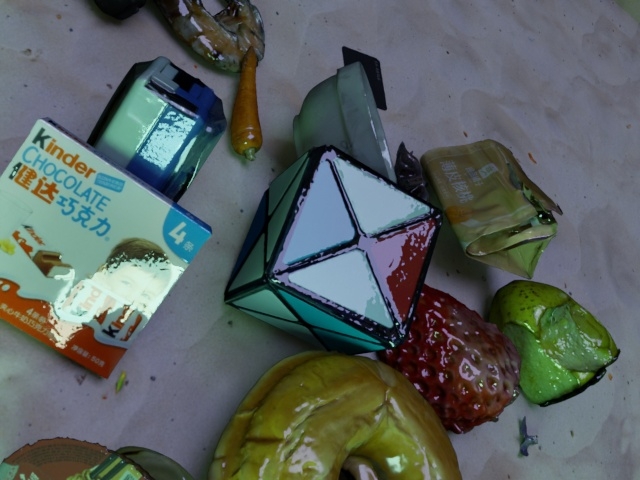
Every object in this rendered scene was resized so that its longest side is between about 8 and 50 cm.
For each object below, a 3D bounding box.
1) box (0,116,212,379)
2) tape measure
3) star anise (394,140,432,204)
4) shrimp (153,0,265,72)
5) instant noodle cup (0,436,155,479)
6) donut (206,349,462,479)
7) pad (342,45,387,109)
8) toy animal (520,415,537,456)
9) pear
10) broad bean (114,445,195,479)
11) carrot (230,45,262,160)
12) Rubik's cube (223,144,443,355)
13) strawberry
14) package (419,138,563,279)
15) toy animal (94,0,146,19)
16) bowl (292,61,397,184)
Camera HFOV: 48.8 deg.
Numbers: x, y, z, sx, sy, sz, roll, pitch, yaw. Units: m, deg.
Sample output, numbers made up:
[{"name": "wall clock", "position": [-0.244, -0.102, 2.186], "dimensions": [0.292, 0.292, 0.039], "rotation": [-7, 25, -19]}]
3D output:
[{"name": "box", "position": [-0.334, 0.016, 0.969], "dimensions": [0.273, 0.265, 0.048], "rotation": [34, 5, -14]}, {"name": "tape measure", "position": [-0.268, -0.153, 1.078], "dimensions": [0.138, 0.259, 0.262], "rotation": [31, 24, -24]}, {"name": "star anise", "position": [0.191, -0.126, 1.502], "dimensions": [0.180, 0.061, 0.204], "rotation": [50, 29, -61]}, {"name": "shrimp", "position": [-0.244, -0.497, 1.426], "dimensions": [0.365, 0.071, 0.233], "rotation": [53, 44, -4]}, {"name": "instant noodle cup", "position": [-0.264, 0.345, 0.843], "dimensions": [0.274, 0.274, 0.091], "rotation": [54, 19, 2]}, {"name": "donut", "position": [0.035, 0.377, 1.044], "dimensions": [0.449, 0.198, 0.448], "rotation": [18, 58, -30]}, {"name": "pad", "position": [0.103, -0.380, 1.650], "dimensions": [0.112, 0.003, 0.157], "rotation": [11, 59, -31]}, {"name": "toy animal", "position": [0.422, 0.400, 1.419], "dimensions": [0.050, 0.028, 0.084], "rotation": [24, 54, -12]}, {"name": "pear", "position": [0.493, 0.184, 1.507], "dimensions": [0.238, 0.164, 0.255], "rotation": [-27, 80, -41]}, {"name": "broad bean", "position": [-0.210, 0.349, 0.913], "dimensions": [0.207, 0.153, 0.072], "rotation": [30, 31, 13]}, {"name": "carrot", "position": [-0.144, -0.269, 1.358], "dimensions": [0.061, 0.061, 0.256], "rotation": [9, 66, -32]}, {"name": "Rubik's cube", "position": [0.015, 0.029, 1.152], "dimensions": [0.248, 0.246, 0.250], "rotation": [26, 69, -15]}, {"name": "strawberry", "position": [0.238, 0.192, 1.326], "dimensions": [0.336, 0.149, 0.265], "rotation": [47, 49, -2]}, {"name": "package", "position": [0.374, -0.099, 1.512], "dimensions": [0.221, 0.165, 0.311], "rotation": [19, 34, -26]}, {"name": "toy animal", "position": [-0.422, -0.565, 1.279], "dimensions": [0.343, 0.168, 0.106], "rotation": [47, 13, -3]}, {"name": "bowl", "position": [0.048, -0.172, 1.340], "dimensions": [0.307, 0.163, 0.307], "rotation": [-12, 90, -79]}]
